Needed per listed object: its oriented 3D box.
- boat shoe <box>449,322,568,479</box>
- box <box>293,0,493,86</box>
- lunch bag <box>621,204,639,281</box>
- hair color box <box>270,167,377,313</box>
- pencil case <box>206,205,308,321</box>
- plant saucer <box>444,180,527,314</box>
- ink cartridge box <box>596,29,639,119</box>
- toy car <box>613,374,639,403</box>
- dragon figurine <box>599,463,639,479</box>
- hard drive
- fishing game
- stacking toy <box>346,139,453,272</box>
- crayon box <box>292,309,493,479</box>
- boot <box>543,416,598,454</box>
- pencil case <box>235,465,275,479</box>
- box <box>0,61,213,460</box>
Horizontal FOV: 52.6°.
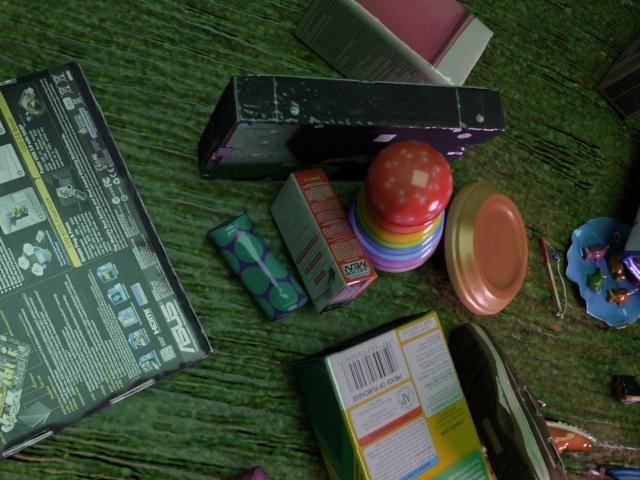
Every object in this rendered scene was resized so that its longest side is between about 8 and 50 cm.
[{"bbox_3d":[0.264,0.236,0.911,0.095,0.095,0.257,3,57,-30],"label":"boat shoe"},{"bbox_3d":[0.102,-0.302,0.941,0.232,0.149,0.126,37,69,-11],"label":"box"},{"bbox_3d":[0.717,0.006,1.063,0.385,0.239,0.327,43,65,-27],"label":"lunch bag"},{"bbox_3d":[0.000,0.000,0.851,0.053,0.093,0.167,-12,67,-31],"label":"hair color box"},{"bbox_3d":[-0.082,0.034,0.857,0.065,0.070,0.151,-35,95,11],"label":"pencil case"},{"bbox_3d":[0.252,0.010,0.953,0.200,0.037,0.199,4,85,-45],"label":"plant saucer"},{"bbox_3d":[0.616,-0.342,1.110,0.088,0.193,0.234,43,69,-6],"label":"ink cartridge box"},{"bbox_3d":[0.530,0.239,1.047,0.122,0.060,0.040,-7,114,-14],"label":"toy car"},{"bbox_3d":[0.458,0.378,0.959,0.289,0.085,0.143,14,80,13],"label":"dragon figurine"},{"bbox_3d":[0.028,-0.135,0.837,0.339,0.237,0.064,-3,80,-19],"label":"hard drive"},{"bbox_3d":[0.490,0.050,1.075,0.264,0.041,0.189,-5,79,-21],"label":"fishing game"},{"bbox_3d":[0.101,-0.040,0.784,0.141,0.330,0.141,0,84,2],"label":"stacking toy"},{"bbox_3d":[0.110,0.277,0.846,0.203,0.083,0.322,-15,85,-38],"label":"crayon box"},{"bbox_3d":[0.335,0.303,0.965,0.158,0.059,0.084,16,78,-8],"label":"boot"},{"bbox_3d":[-0.044,0.381,0.794,0.209,0.095,0.098,45,38,-6],"label":"pencil case"},{"bbox_3d":[-0.351,0.026,0.746,0.318,0.097,0.394,-26,89,-24],"label":"box"}]
